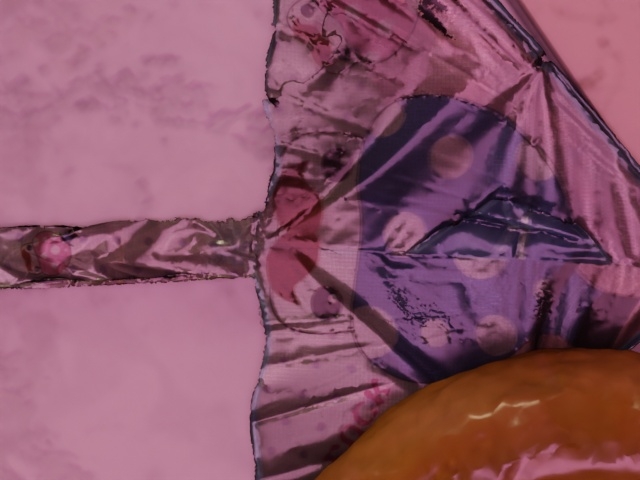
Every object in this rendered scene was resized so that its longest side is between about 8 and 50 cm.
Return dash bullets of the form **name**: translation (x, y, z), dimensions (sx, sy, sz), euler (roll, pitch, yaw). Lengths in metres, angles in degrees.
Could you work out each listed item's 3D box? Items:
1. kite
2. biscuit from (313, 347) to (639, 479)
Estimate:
- **kite**: translation (0.000, 0.000, 0.757), dimensions (0.314, 0.011, 0.335), euler (2, 96, 3)
- **biscuit**: translation (0.099, 0.148, 0.723), dimensions (0.274, 0.091, 0.213), euler (-7, 102, 4)
